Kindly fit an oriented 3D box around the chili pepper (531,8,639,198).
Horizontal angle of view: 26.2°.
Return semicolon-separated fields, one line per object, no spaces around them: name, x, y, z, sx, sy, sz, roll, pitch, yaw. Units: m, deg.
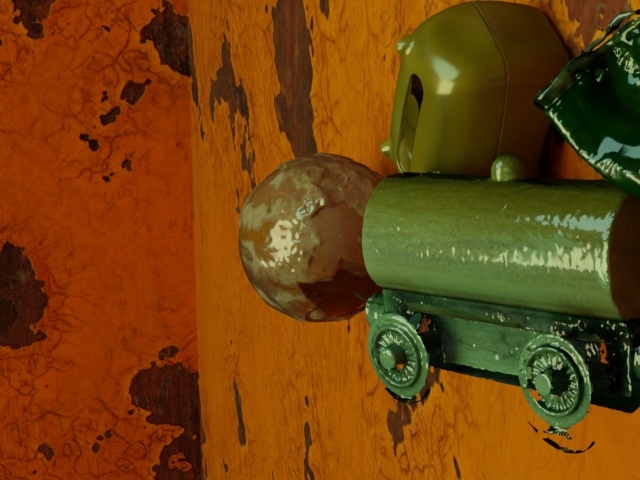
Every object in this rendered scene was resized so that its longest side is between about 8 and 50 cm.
chili pepper;0.220;-0.066;0.902;0.108;0.062;0.216;-38;54;24

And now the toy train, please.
toy train;0.137;0.037;1.016;0.307;0.126;0.189;7;115;51

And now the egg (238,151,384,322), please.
egg;0.000;0.000;1.552;0.233;0.195;0.195;124;137;-62

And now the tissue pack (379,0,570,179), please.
tissue pack;0.125;-0.105;1.145;0.178;0.127;0.123;96;158;-44
